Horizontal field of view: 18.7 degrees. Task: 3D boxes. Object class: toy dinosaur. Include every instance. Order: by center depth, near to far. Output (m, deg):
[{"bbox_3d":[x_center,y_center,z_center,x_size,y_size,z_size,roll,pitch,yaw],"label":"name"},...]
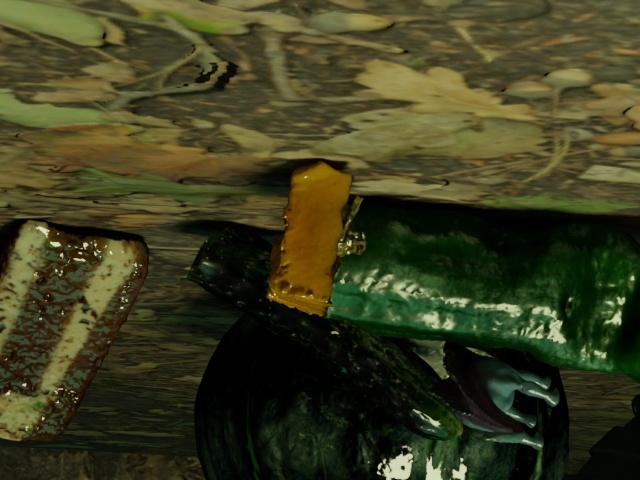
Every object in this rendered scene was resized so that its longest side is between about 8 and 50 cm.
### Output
[{"bbox_3d":[0.108,0.098,1.226,0.080,0.045,0.197,19,-168,-8],"label":"toy dinosaur"}]

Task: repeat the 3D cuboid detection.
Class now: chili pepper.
[{"bbox_3d":[0.139,0.034,1.227,0.270,0.099,0.136,6,161,5],"label":"chili pepper"}]

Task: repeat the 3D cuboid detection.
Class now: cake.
[{"bbox_3d":[-0.209,0.073,1.429,0.112,0.135,0.246,9,167,-25],"label":"cake"}]

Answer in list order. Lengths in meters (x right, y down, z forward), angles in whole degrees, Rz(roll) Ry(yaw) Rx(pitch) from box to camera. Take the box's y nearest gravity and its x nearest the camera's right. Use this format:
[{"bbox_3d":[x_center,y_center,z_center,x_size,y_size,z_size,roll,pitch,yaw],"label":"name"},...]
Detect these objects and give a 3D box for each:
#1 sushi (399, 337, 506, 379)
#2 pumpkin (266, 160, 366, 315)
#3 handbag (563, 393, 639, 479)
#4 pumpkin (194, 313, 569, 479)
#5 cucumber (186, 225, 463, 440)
[{"bbox_3d":[0.090,0.054,1.391,0.090,0.078,0.150,-1,163,21],"label":"sushi"},{"bbox_3d":[0.000,0.000,1.131,0.054,0.083,0.074,9,174,1],"label":"pumpkin"},{"bbox_3d":[0.346,0.218,1.707,0.238,0.089,0.326,9,-152,33],"label":"handbag"},{"bbox_3d":[0.051,0.168,1.591,0.315,0.239,0.315,3,166,1],"label":"pumpkin"},{"bbox_3d":[0.010,0.064,1.307,0.214,0.058,0.052,35,123,0],"label":"cucumber"}]
